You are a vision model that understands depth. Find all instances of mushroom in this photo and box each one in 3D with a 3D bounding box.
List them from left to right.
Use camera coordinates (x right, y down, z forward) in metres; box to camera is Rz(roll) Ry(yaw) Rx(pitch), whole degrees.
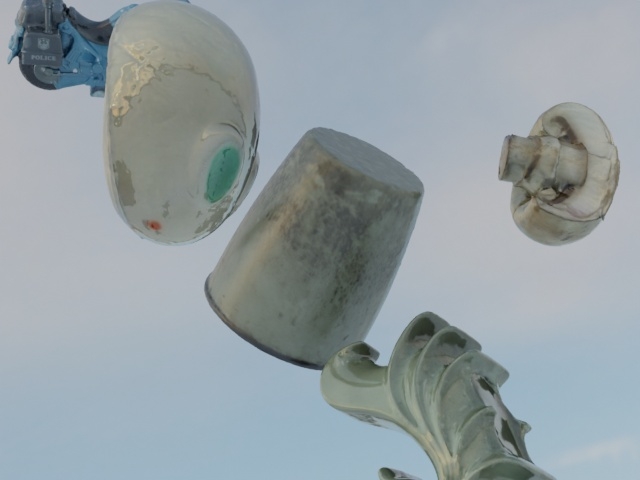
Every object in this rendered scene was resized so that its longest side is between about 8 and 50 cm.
[{"bbox_3d":[0.400,-0.103,1.636,0.195,0.253,0.189,12,-31,-1],"label":"mushroom"}]

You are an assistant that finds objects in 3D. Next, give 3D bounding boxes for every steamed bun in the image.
[{"bbox_3d":[-0.121,-0.108,0.867,0.131,0.228,0.177,0,-8,8],"label":"steamed bun"}]

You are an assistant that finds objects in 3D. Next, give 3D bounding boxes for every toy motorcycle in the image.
[{"bbox_3d":[-0.268,-0.270,1.219,0.272,0.123,0.182,1,-53,-16],"label":"toy motorcycle"}]

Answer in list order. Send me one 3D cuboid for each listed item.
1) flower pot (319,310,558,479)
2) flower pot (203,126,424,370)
[{"bbox_3d":[0.155,0.274,1.276,0.254,0.367,0.164,-33,-38,20],"label":"flower pot"},{"bbox_3d":[0.000,0.000,1.541,0.294,0.293,0.330,13,-67,-34],"label":"flower pot"}]
